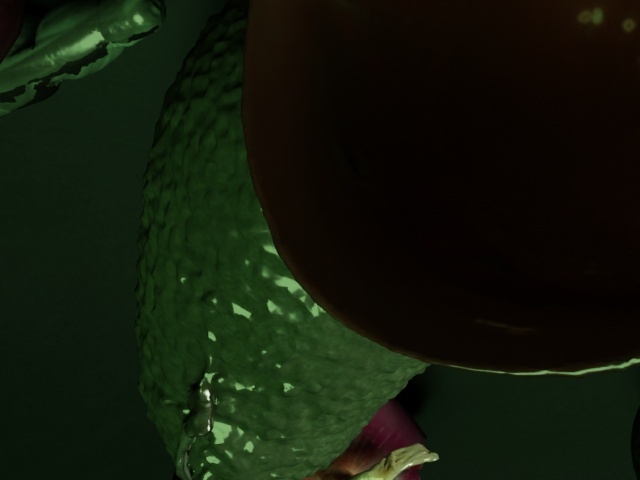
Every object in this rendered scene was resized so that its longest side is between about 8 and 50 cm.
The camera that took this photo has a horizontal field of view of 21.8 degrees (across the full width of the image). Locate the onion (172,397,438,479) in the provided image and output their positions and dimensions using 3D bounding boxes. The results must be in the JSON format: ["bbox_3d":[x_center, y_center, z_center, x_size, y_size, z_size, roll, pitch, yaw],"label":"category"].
[{"bbox_3d":[-0.027,0.193,1.289,0.200,0.200,0.207,23,100,-8],"label":"onion"}]

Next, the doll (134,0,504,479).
[{"bbox_3d":[0.000,0.000,1.036,0.247,0.247,0.349,20,121,-5],"label":"doll"}]

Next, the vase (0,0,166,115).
[{"bbox_3d":[-0.185,-0.122,1.085,0.211,0.060,0.060,-15,131,34],"label":"vase"}]

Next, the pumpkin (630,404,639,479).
[{"bbox_3d":[0.306,0.150,1.187,0.167,0.125,0.167,5,116,11],"label":"pumpkin"}]

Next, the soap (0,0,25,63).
[{"bbox_3d":[-0.331,-0.105,1.034,0.325,0.220,0.127,-19,125,34],"label":"soap"}]

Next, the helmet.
[{"bbox_3d":[0.163,-0.106,0.801,0.337,0.385,0.230,30,-176,28],"label":"helmet"}]
